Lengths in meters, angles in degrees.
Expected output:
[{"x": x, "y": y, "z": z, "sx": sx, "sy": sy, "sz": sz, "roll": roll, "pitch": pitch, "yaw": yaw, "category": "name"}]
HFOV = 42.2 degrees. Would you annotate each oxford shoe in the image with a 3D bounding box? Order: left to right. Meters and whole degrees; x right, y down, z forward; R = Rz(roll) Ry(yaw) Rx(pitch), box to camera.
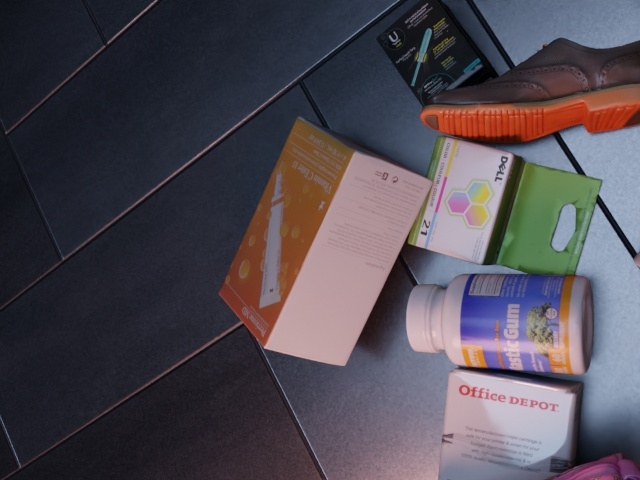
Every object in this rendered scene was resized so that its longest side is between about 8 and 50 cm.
[{"x": 0.337, "y": -0.236, "z": 1.300, "sx": 0.364, "sy": 0.130, "sz": 0.132, "roll": -4, "pitch": 76, "yaw": 7, "category": "oxford shoe"}]

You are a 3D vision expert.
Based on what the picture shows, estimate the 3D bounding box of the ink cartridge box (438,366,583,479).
[{"x": 0.298, "y": 0.347, "z": 1.313, "sx": 0.198, "sy": 0.115, "sz": 0.272, "roll": 7, "pitch": 92, "yaw": 25, "category": "ink cartridge box"}]

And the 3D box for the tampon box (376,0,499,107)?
[{"x": 0.196, "y": -0.306, "z": 1.389, "sx": 0.120, "sy": 0.101, "sz": 0.161, "roll": -37, "pitch": 73, "yaw": 21, "category": "tampon box"}]

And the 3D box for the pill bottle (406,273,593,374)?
[{"x": 0.281, "y": 0.128, "z": 1.308, "sx": 0.272, "sy": 0.152, "sz": 0.152, "roll": -1, "pitch": 88, "yaw": 25, "category": "pill bottle"}]

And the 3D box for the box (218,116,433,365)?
[{"x": 0.000, "y": 0.000, "z": 1.393, "sx": 0.215, "sy": 0.168, "sz": 0.345, "roll": 38, "pitch": 107, "yaw": 55, "category": "box"}]

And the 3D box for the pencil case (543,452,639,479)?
[{"x": 0.289, "y": 0.427, "z": 1.170, "sx": 0.386, "sy": 0.167, "sz": 0.160, "roll": -25, "pitch": 50, "yaw": 22, "category": "pencil case"}]

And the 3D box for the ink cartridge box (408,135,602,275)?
[{"x": 0.295, "y": -0.048, "z": 1.338, "sx": 0.255, "sy": 0.097, "sz": 0.188, "roll": 17, "pitch": 96, "yaw": 26, "category": "ink cartridge box"}]

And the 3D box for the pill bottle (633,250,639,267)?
[{"x": 0.589, "y": -0.059, "z": 1.154, "sx": 0.176, "sy": 0.176, "sz": 0.318, "roll": 40, "pitch": 105, "yaw": 21, "category": "pill bottle"}]
